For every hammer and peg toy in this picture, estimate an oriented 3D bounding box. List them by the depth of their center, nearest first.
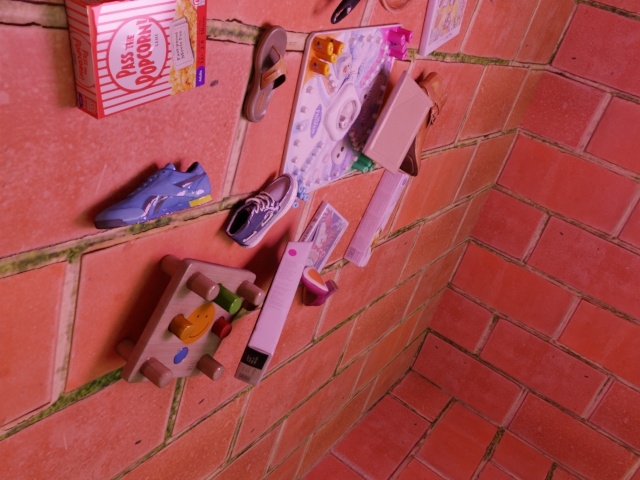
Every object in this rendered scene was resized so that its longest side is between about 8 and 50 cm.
[{"bbox_3d":[-0.232,0.176,1.189,0.265,0.127,0.361,-61,157,2],"label":"hammer and peg toy"}]

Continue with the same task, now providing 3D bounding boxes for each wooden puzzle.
[{"bbox_3d":[0.195,-0.296,1.474,0.220,0.044,0.239,-63,154,5],"label":"wooden puzzle"}]

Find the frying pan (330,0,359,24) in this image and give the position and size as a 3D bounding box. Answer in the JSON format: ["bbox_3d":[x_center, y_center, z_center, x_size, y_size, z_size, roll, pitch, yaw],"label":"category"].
[{"bbox_3d":[0.122,-0.537,1.172,0.326,0.053,0.197,-58,156,0],"label":"frying pan"}]

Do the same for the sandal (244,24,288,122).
[{"bbox_3d":[-0.089,-0.292,1.033,0.072,0.049,0.180,-22,136,-55],"label":"sandal"}]

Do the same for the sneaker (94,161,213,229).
[{"bbox_3d":[-0.270,-0.075,0.922,0.209,0.069,0.082,-25,106,-41],"label":"sneaker"}]

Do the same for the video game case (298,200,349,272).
[{"bbox_3d":[0.000,0.000,1.586,0.183,0.023,0.201,-59,157,-2],"label":"video game case"}]

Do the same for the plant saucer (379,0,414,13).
[{"bbox_3d":[0.160,-0.554,1.132,0.200,0.037,0.199,-42,147,-36],"label":"plant saucer"}]

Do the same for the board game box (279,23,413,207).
[{"bbox_3d":[0.063,-0.293,1.339,0.390,0.050,0.389,-30,142,-49],"label":"board game box"}]

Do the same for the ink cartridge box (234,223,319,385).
[{"bbox_3d":[-0.096,0.135,1.331,0.175,0.069,0.370,115,-3,-51],"label":"ink cartridge box"}]

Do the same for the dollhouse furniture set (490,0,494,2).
[{"bbox_3d":[0.578,-0.811,1.585,0.161,0.212,0.242,-45,125,-29],"label":"dollhouse furniture set"}]

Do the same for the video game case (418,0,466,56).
[{"bbox_3d":[0.341,-0.633,1.537,0.206,0.026,0.226,-42,150,-37],"label":"video game case"}]

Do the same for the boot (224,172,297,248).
[{"bbox_3d":[-0.120,-0.070,1.201,0.190,0.069,0.086,-56,159,-5],"label":"boot"}]

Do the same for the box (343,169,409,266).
[{"bbox_3d":[0.174,-0.072,1.801,0.063,0.067,0.323,1,116,-65],"label":"box"}]

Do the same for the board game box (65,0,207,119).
[{"bbox_3d":[-0.238,-0.262,0.773,0.193,0.045,0.146,-36,147,-43],"label":"board game box"}]

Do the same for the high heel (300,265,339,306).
[{"bbox_3d":[-0.036,0.139,1.613,0.117,0.082,0.244,-33,164,10],"label":"high heel"}]

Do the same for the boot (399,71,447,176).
[{"bbox_3d":[0.291,-0.338,1.698,0.220,0.109,0.283,-53,146,-16],"label":"boot"}]
